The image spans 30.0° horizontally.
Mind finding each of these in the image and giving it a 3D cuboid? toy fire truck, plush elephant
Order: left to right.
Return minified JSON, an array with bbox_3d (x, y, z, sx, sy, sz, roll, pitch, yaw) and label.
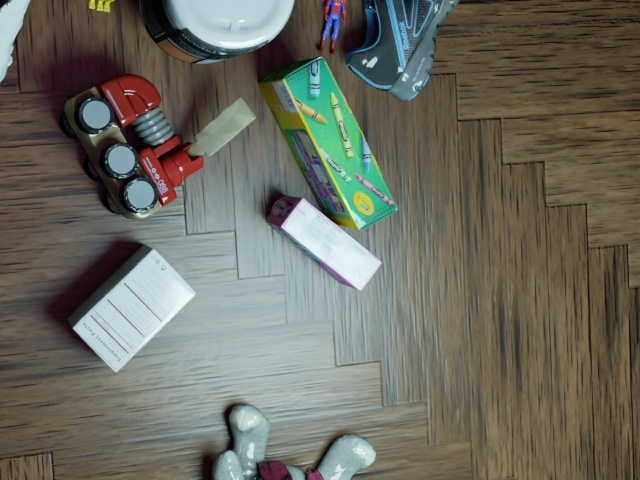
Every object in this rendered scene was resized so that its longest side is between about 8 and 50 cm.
[{"bbox_3d":[-0.253,-0.178,1.900,0.246,0.158,0.217,-33,103,-24],"label":"toy fire truck"},{"bbox_3d":[-0.055,0.458,1.948,0.272,0.255,0.330,26,87,-17],"label":"plush elephant"}]

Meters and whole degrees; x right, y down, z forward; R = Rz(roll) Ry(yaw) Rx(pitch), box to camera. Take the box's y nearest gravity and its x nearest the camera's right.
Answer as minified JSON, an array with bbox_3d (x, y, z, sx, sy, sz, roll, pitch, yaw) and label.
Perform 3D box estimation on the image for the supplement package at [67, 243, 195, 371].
[{"bbox_3d":[-0.306,0.107,1.920,0.179,0.105,0.105,-45,105,-8],"label":"supplement package"}]

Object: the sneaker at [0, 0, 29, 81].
[{"bbox_3d":[-0.517,-0.309,1.814,0.111,0.129,0.297,35,90,23],"label":"sneaker"}]

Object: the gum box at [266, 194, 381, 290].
[{"bbox_3d":[0.000,0.000,2.003,0.188,0.107,0.062,39,83,-16],"label":"gum box"}]

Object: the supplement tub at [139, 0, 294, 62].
[{"bbox_3d":[-0.168,-0.369,1.810,0.193,0.316,0.194,-2,96,-18],"label":"supplement tub"}]

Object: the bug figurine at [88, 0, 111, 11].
[{"bbox_3d":[-0.361,-0.497,1.814,0.216,0.072,0.279,-7,88,-53],"label":"bug figurine"}]

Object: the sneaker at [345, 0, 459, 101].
[{"bbox_3d":[0.157,-0.413,2.007,0.139,0.125,0.341,22,86,-13],"label":"sneaker"}]

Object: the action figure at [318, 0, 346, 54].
[{"bbox_3d":[0.023,-0.375,2.019,0.038,0.030,0.115,9,90,-13],"label":"action figure"}]

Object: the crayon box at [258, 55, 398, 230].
[{"bbox_3d":[0.010,-0.158,1.962,0.081,0.165,0.278,-30,103,-12],"label":"crayon box"}]
